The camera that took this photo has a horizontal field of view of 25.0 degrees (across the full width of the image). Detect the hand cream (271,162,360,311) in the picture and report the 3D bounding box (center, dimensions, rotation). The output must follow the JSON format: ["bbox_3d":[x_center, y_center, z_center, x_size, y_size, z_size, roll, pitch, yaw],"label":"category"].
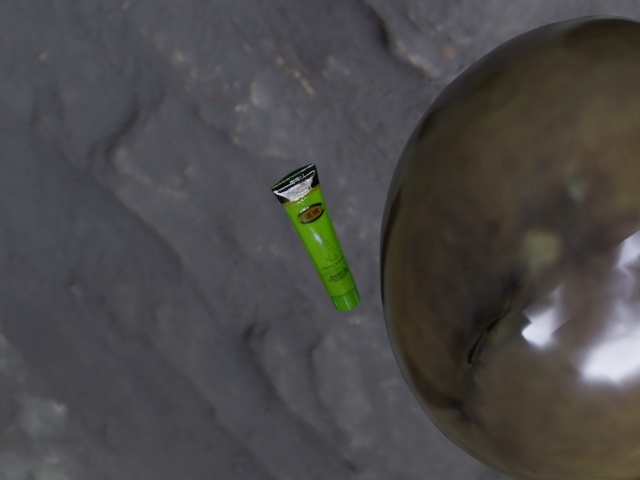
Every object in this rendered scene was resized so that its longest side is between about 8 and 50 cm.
[{"bbox_3d":[0.000,0.000,1.055,0.023,0.036,0.122,46,163,56],"label":"hand cream"}]

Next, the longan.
[{"bbox_3d":[0.187,0.008,0.984,0.319,0.319,0.319,35,151,23],"label":"longan"}]
